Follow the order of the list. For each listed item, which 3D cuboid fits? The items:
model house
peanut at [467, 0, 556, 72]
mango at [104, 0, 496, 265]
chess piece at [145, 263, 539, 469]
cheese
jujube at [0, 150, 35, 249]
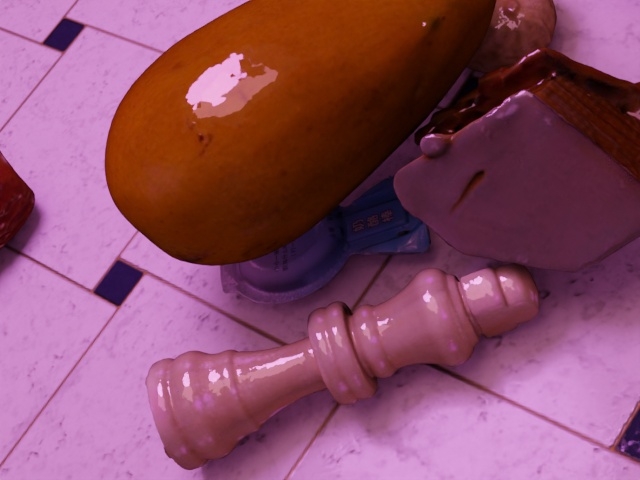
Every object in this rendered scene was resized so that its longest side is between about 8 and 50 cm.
[{"bbox_3d":[0.225,-0.078,1.324,0.199,0.219,0.229,-39,-1,31],"label":"model house"},{"bbox_3d":[0.191,-0.253,1.495,0.159,0.109,0.140,31,82,41],"label":"peanut"},{"bbox_3d":[-0.018,-0.152,1.369,0.445,0.232,0.300,-37,4,-4],"label":"mango"},{"bbox_3d":[0.026,0.110,1.330,0.397,0.117,0.117,-22,51,10],"label":"chess piece"},{"bbox_3d":[0.000,0.000,1.454,0.244,0.052,0.135,-18,53,15],"label":"cheese"},{"bbox_3d":[-0.484,-0.021,1.644,0.255,0.190,0.190,-34,49,-8],"label":"jujube"}]
